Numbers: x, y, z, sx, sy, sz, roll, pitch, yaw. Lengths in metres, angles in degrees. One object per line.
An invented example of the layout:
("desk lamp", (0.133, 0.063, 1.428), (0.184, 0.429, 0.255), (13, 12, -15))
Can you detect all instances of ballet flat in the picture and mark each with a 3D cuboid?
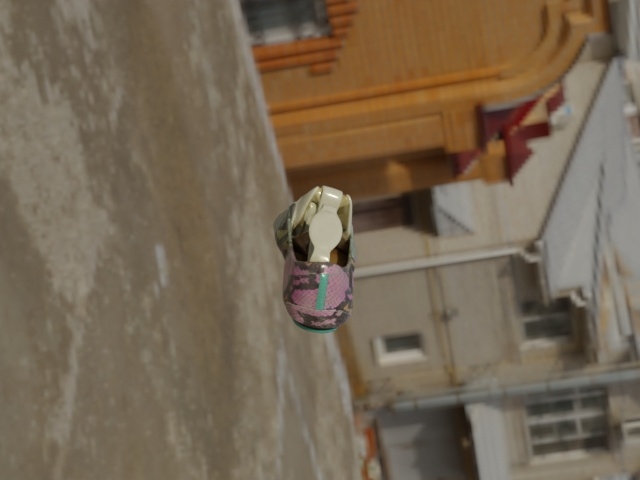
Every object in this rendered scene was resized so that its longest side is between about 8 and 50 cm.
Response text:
("ballet flat", (0.000, 0.000, 1.092), (0.221, 0.077, 0.079), (-95, -164, -67))
